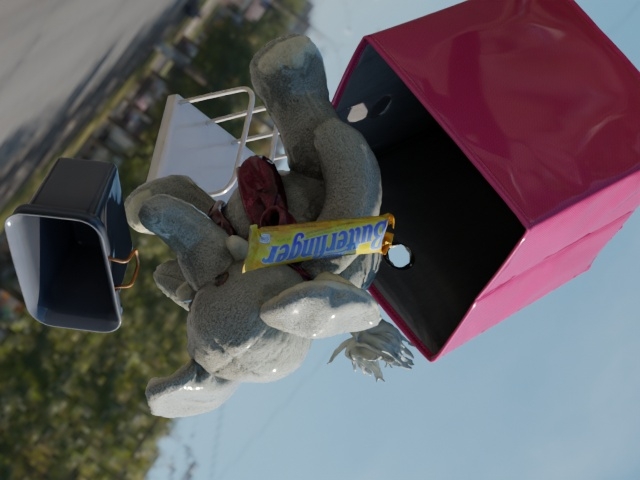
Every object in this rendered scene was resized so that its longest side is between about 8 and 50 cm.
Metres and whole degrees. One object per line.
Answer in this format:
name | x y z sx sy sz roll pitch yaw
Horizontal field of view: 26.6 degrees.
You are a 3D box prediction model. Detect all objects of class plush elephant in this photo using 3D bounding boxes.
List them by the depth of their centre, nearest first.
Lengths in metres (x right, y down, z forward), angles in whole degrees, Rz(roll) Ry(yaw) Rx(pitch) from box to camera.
plush elephant | -0.062 0.024 1.226 0.272 0.330 0.255 -36 177 26

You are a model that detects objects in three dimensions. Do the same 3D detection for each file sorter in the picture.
file sorter | -0.100 -0.084 2.046 0.173 0.278 0.193 -9 -120 36

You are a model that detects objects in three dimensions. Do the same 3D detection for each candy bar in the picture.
candy bar | 0.000 0.000 1.129 0.018 0.161 0.040 26 -66 46

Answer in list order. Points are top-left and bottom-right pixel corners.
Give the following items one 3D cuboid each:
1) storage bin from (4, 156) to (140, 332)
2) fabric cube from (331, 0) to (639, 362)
storage bin | -0.197 -0.002 1.146 0.135 0.098 0.091 86 14 -45
fabric cube | 0.171 -0.078 1.402 0.258 0.254 0.259 -26 158 -34
